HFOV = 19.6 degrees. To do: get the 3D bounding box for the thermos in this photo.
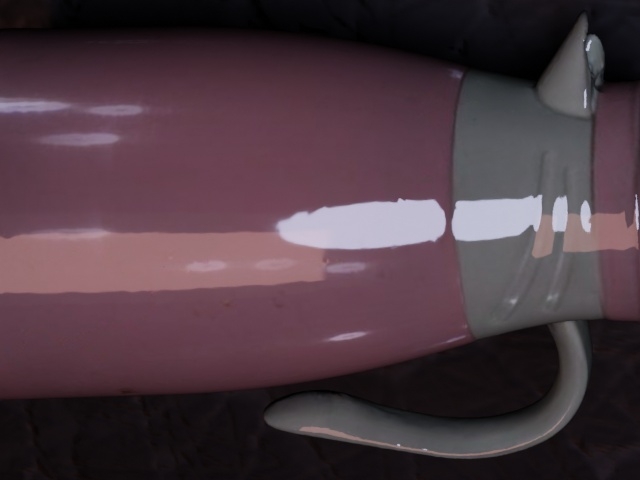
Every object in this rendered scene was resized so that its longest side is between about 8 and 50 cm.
[{"bbox_3d":[0.000,0.000,0.701,0.265,0.146,0.176,0,117,13],"label":"thermos"}]
